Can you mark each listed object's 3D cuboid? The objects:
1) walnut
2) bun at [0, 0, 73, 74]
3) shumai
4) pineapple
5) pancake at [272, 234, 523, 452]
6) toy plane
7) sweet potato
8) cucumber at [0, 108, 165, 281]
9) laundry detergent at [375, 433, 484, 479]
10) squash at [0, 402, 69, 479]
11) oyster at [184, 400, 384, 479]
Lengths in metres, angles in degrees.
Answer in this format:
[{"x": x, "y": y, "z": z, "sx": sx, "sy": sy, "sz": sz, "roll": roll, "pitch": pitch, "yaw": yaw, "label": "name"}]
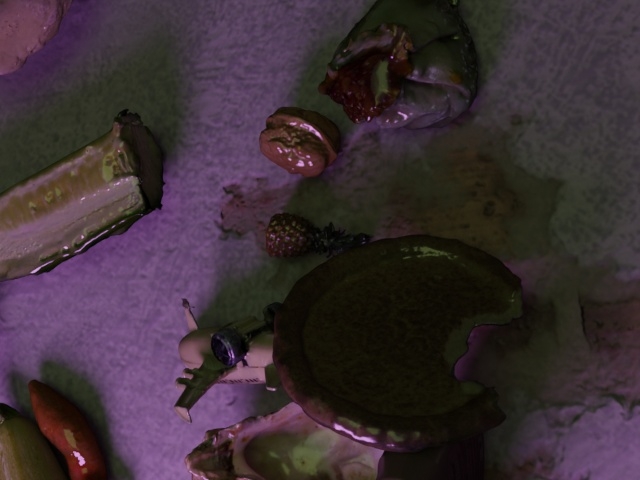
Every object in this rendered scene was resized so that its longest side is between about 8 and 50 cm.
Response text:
[{"x": -0.023, "y": -0.115, "z": 1.192, "sx": 0.096, "sy": 0.082, "sz": 0.079, "roll": 23, "pitch": 60, "yaw": 15, "label": "walnut"}, {"x": -0.428, "y": -0.333, "z": 1.342, "sx": 0.259, "sy": 0.152, "sz": 0.259, "roll": -10, "pitch": 71, "yaw": 30, "label": "bun"}, {"x": 0.078, "y": -0.214, "z": 1.135, "sx": 0.184, "sy": 0.142, "sz": 0.184, "roll": -2, "pitch": 84, "yaw": 20, "label": "shumai"}, {"x": 0.000, "y": 0.000, "z": 1.187, "sx": 0.124, "sy": 0.058, "sz": 0.058, "roll": 8, "pitch": 84, "yaw": 8, "label": "pineapple"}, {"x": 0.089, "y": 0.092, "z": 1.038, "sx": 0.288, "sy": 0.033, "sz": 0.286, "roll": -25, "pitch": 42, "yaw": -23, "label": "pancake"}, {"x": -0.086, "y": 0.126, "z": 1.139, "sx": 0.256, "sy": 0.242, "sz": 0.104, "roll": 10, "pitch": 121, "yaw": 47, "label": "toy plane"}, {"x": -0.304, "y": 0.246, "z": 1.255, "sx": 0.055, "sy": 0.058, "sz": 0.202, "roll": -33, "pitch": 69, "yaw": -9, "label": "sweet potato"}, {"x": -0.342, "y": -0.029, "z": 1.288, "sx": 0.326, "sy": 0.105, "sz": 0.145, "roll": -25, "pitch": 80, "yaw": 14, "label": "cucumber"}, {"x": 0.103, "y": 0.261, "z": 0.999, "sx": 0.076, "sy": 0.237, "sz": 0.171, "roll": 1, "pitch": 109, "yaw": 20, "label": "laundry detergent"}, {"x": -0.364, "y": 0.289, "z": 1.256, "sx": 0.094, "sy": 0.094, "sz": 0.224, "roll": -35, "pitch": 66, "yaw": 13, "label": "squash"}, {"x": -0.029, "y": 0.238, "z": 1.138, "sx": 0.233, "sy": 0.107, "sz": 0.161, "roll": -9, "pitch": 68, "yaw": 2, "label": "oyster"}]
